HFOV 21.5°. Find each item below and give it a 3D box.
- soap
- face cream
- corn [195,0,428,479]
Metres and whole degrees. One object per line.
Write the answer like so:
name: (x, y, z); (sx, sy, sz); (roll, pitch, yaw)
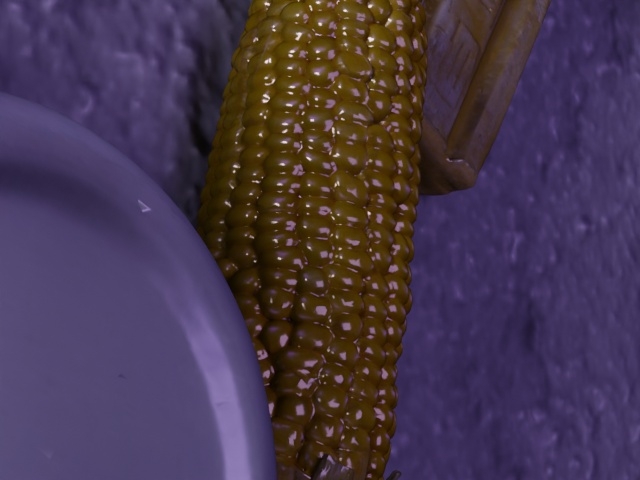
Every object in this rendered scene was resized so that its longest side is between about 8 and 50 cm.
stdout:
soap: (0.077, -0.145, 0.823); (0.092, 0.037, 0.252); (45, 54, -34)
face cream: (-0.139, 0.069, 0.434); (0.201, 0.187, 0.201); (9, 78, -48)
corn: (-0.005, -0.001, 0.668); (0.091, 0.091, 0.260); (11, 71, -5)
